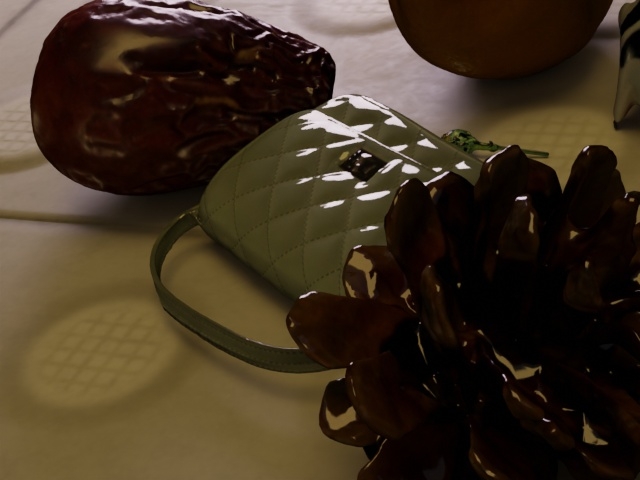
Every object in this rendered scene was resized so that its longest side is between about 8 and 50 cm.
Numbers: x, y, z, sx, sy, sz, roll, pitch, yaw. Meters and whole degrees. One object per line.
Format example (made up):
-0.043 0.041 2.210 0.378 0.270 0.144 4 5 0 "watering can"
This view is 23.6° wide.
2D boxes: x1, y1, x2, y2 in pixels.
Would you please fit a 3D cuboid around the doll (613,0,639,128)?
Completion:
0.303 -0.143 1.114 0.180 0.107 0.110 0 65 16 "doll"

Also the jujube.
-0.106 -0.111 1.199 0.236 0.168 0.168 2 34 -5 "jujube"

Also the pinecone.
0.111 0.047 0.835 0.229 0.202 0.201 -34 7 -28 "pinecone"

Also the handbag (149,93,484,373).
0.000 0.000 1.055 0.219 0.079 0.256 -32 36 -18 "handbag"

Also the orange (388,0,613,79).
0.148 -0.243 1.206 0.183 0.249 0.249 13 42 44 "orange"

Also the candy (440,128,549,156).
0.130 -0.069 1.153 0.083 0.025 0.023 10 83 20 "candy"
